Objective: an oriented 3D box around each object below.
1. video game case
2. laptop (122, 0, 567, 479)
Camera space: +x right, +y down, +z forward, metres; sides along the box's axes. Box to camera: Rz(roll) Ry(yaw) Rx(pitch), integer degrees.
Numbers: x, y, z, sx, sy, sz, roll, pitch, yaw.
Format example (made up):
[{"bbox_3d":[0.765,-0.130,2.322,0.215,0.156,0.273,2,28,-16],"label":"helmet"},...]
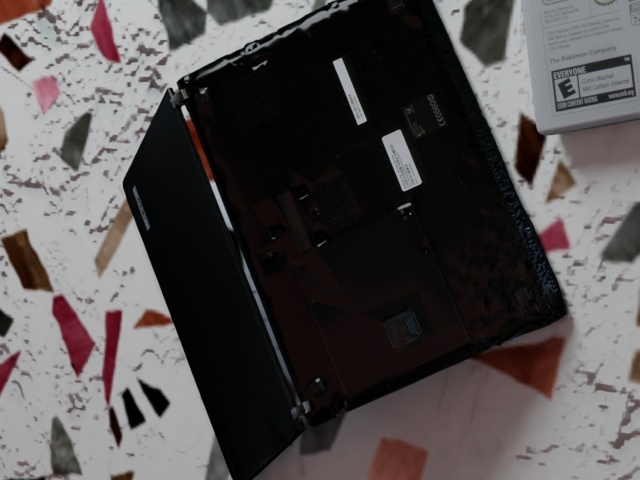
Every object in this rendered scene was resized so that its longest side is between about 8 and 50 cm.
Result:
[{"bbox_3d":[0.190,-0.160,0.887,0.201,0.023,0.183,-8,88,41],"label":"video game case"},{"bbox_3d":[0.000,0.000,1.065,0.264,0.136,0.234,-25,76,12],"label":"laptop"}]
